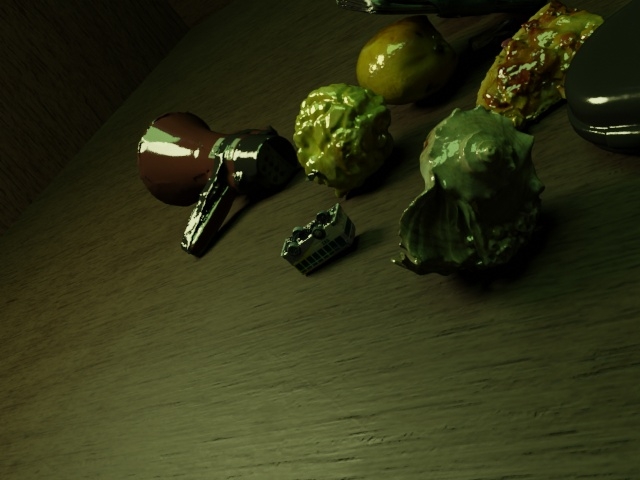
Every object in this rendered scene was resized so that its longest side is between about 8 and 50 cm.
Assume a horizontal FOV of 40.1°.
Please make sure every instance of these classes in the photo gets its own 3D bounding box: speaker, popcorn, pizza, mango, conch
[{"bbox_3d":[-0.220,-0.127,1.652,0.259,0.198,0.329,-36,28,-26],"label":"speaker"},{"bbox_3d":[0.032,-0.153,1.346,0.173,0.174,0.142,-27,4,28],"label":"popcorn"},{"bbox_3d":[0.313,-0.253,1.179,0.228,0.081,0.289,-9,36,50],"label":"pizza"},{"bbox_3d":[0.142,-0.307,1.476,0.167,0.130,0.262,-24,18,14],"label":"mango"},{"bbox_3d":[0.149,-0.037,0.955,0.178,0.163,0.245,-27,-10,-11],"label":"conch"}]

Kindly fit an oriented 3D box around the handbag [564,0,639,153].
[{"bbox_3d":[0.396,-0.193,0.926,0.254,0.093,0.308,-48,24,-21],"label":"handbag"}]

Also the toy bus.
[{"bbox_3d":[0.000,0.000,1.223,0.102,0.058,0.052,-33,24,28],"label":"toy bus"}]

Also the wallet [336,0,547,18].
[{"bbox_3d":[0.200,-0.389,1.433,0.317,0.045,0.172,-4,20,-19],"label":"wallet"}]

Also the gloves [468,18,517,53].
[{"bbox_3d":[0.286,-0.337,1.447,0.086,0.026,0.064,-29,26,13],"label":"gloves"}]
